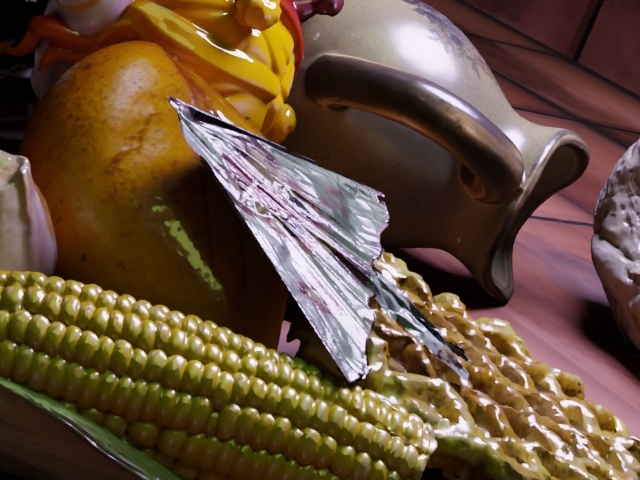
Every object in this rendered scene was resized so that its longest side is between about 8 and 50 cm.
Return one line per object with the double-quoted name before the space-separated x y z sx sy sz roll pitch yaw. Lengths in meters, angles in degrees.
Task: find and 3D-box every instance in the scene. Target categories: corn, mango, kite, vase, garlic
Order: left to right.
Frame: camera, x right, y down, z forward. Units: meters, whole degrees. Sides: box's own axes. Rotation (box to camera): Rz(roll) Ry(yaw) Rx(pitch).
"garlic" -0.249 0.011 0.976 0.206 0.128 0.115 2 41 48
"mango" -0.106 -0.003 1.102 0.199 0.201 0.350 -19 36 -3
"corn" -0.075 0.108 0.897 0.305 0.122 0.123 22 -19 -8
"kite" 0.000 0.000 1.017 0.267 0.013 0.323 41 19 -12
"vase" 0.092 -0.090 1.452 0.302 0.241 0.329 31 -4 3

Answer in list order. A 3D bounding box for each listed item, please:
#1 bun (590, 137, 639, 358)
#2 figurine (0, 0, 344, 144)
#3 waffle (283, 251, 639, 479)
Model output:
"bun" 0.368 0.023 1.545 0.281 0.204 0.281 50 22 -29
"figurine" -0.156 -0.168 1.331 0.323 0.196 0.320 13 -28 11
"waffle" 0.100 0.102 1.132 0.302 0.068 0.325 34 12 4
